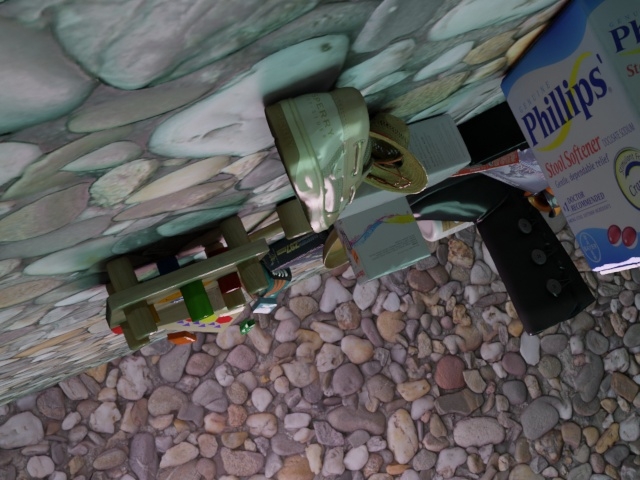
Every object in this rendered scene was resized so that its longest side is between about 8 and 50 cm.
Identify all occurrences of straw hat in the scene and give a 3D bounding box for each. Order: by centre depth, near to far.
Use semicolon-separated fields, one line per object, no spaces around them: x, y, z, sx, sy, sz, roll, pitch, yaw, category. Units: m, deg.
0.077;-0.120;0.868;0.061;0.144;0.144;-65;-173;-17;straw hat

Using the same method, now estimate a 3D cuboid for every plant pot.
0.087;-0.031;1.544;0.236;0.032;0.236;-40;164;-14;plant pot

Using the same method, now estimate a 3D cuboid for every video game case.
0.461;-0.181;1.494;0.196;0.026;0.274;19;156;-18;video game case

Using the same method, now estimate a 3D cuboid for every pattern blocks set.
-0.278;0.164;1.623;0.325;0.026;0.285;15;140;-38;pattern blocks set

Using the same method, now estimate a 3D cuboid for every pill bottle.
0.372;-0.096;1.925;0.229;0.131;0.131;-22;174;-15;pill bottle

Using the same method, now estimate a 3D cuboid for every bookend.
0.321;-0.186;1.205;0.156;0.072;0.157;-25;175;19;bookend

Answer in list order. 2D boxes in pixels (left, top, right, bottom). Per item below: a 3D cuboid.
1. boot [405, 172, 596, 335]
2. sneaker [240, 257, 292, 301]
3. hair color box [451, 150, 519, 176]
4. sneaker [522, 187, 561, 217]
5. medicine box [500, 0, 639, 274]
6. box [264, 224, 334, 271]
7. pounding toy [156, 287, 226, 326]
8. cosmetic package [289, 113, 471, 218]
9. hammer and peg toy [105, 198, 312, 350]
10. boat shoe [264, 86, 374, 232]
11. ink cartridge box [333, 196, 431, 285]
0.431;0.032;1.753;0.367;0.445;0.146;-22;174;-19;boot
-0.137;0.080;1.744;0.121;0.108;0.302;-43;171;-10;sneaker
0.315;-0.162;1.397;0.093;0.053;0.167;-8;-176;37;hair color box
0.575;-0.164;1.744;0.180;0.124;0.321;-58;168;24;sneaker
0.370;-0.130;0.827;0.149;0.289;0.263;-25;174;-7;medicine box
0.000;0.000;1.680;0.183;0.059;0.232;-27;173;30;box
-0.305;0.118;1.443;0.206;0.094;0.181;-14;179;-1;pounding toy
0.086;-0.099;1.014;0.231;0.085;0.117;-22;174;-27;cosmetic package
-0.177;0.059;1.182;0.361;0.127;0.266;-21;174;-21;hammer and peg toy
0.013;-0.084;0.768;0.098;0.109;0.302;-22;169;0;boat shoe
0.103;-0.021;1.319;0.127;0.176;0.128;-23;174;-8;ink cartridge box
